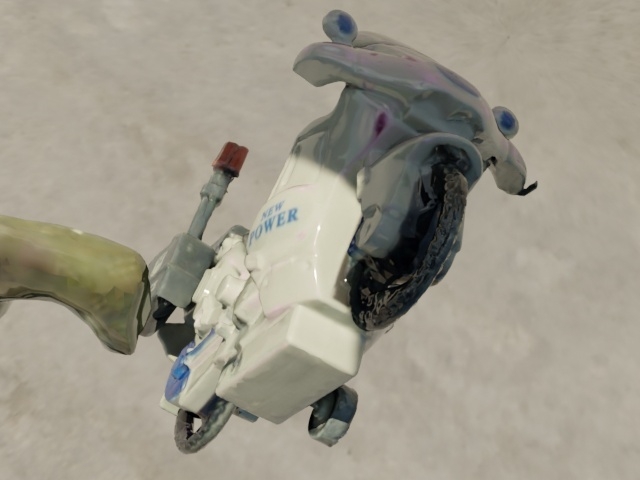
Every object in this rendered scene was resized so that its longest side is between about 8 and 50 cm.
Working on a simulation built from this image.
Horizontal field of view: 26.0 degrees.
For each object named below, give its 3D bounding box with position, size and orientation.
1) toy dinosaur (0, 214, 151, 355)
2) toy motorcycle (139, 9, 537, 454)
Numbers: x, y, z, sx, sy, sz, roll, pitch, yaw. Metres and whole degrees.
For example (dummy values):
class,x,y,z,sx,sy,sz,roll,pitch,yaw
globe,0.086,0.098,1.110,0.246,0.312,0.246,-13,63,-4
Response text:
class,x,y,z,sx,sy,sz,roll,pitch,yaw
toy dinosaur,-0.145,0.078,0.375,0.162,0.077,0.294,19,126,2
toy motorcycle,0.000,0.000,0.547,0.102,0.150,0.221,28,144,-18
